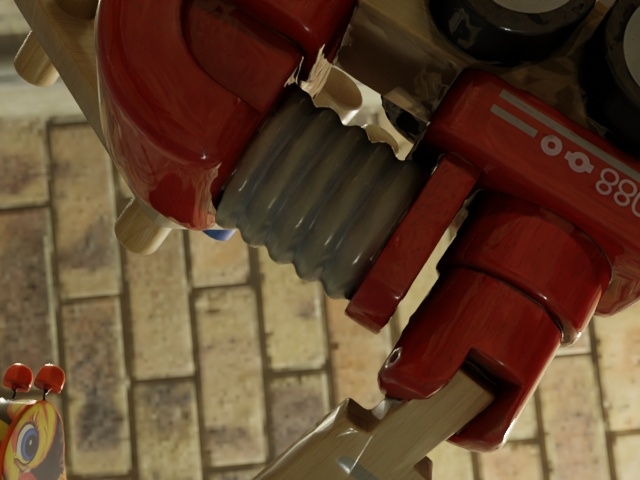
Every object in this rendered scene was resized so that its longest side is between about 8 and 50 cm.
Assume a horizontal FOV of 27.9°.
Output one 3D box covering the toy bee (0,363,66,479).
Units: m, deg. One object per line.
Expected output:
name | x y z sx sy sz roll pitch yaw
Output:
toy bee | -0.200 0.172 0.873 0.298 0.195 0.162 102 7 -45

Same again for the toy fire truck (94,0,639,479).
toy fire truck | 0.000 0.000 0.462 0.246 0.217 0.158 -58 179 -18

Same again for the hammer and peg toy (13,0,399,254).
hammer and peg toy | -0.048 -0.102 1.053 0.127 0.361 0.266 -51 -122 29
